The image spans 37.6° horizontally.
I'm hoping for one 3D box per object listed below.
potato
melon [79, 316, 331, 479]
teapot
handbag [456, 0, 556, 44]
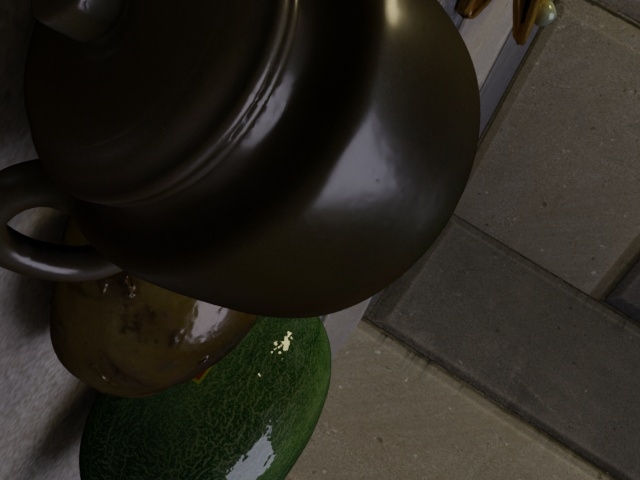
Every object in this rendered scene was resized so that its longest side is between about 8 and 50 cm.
[{"bbox_3d":[-0.103,0.032,0.586,0.137,0.137,0.176,-53,172,-31],"label":"potato"},{"bbox_3d":[-0.102,0.155,0.824,0.287,0.182,0.182,-54,171,-36],"label":"melon"},{"bbox_3d":[-0.057,-0.063,0.413,0.268,0.185,0.175,-36,144,21],"label":"teapot"},{"bbox_3d":[0.360,-0.487,1.376,0.401,0.133,0.283,-51,163,-40],"label":"handbag"}]
